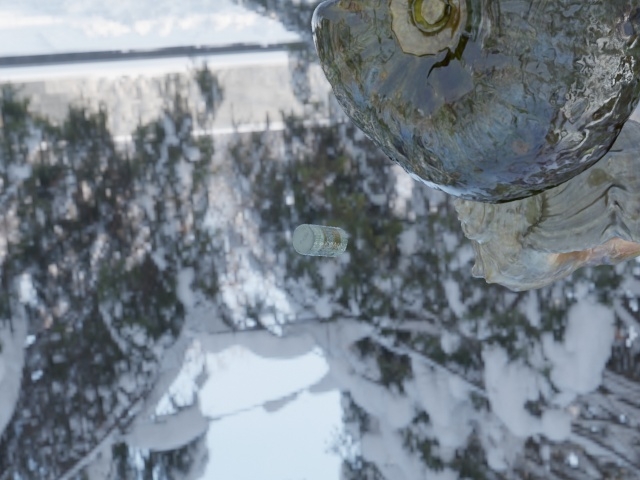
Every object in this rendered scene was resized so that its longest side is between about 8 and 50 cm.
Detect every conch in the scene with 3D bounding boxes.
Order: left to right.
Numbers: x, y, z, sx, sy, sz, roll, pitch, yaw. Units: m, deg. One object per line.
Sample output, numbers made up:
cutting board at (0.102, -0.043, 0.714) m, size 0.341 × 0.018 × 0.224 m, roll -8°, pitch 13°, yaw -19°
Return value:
conch at (0.336, -0.059, 1.215) m, size 0.353 × 0.209 × 0.297 m, roll -15°, pitch -173°, yaw -14°

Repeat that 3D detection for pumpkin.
pumpkin at (0.164, -0.155, 0.923) m, size 0.242 × 0.232 × 0.325 m, roll -27°, pitch -166°, yaw -40°

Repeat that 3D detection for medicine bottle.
medicine bottle at (0.000, 0.000, 1.551) m, size 0.047 × 0.047 × 0.083 m, roll 5°, pitch 180°, yaw 37°
